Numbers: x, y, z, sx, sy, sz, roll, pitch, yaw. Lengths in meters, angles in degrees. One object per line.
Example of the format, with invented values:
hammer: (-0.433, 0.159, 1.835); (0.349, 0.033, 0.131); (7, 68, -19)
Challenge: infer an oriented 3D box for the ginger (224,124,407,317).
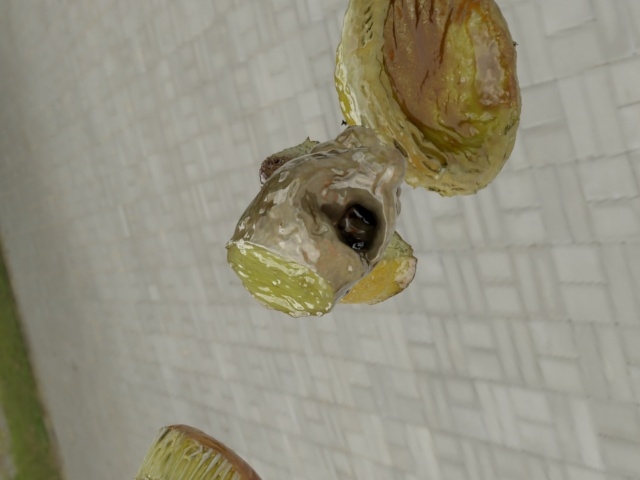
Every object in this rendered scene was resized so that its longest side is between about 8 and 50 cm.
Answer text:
ginger: (0.005, -0.028, 1.159); (0.130, 0.221, 0.276); (40, 151, -5)

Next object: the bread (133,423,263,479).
bread: (-0.133, 0.303, 1.445); (0.132, 0.114, 0.190); (7, 148, 43)

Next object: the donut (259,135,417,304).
donut: (0.000, 0.000, 1.599); (0.295, 0.112, 0.151); (54, 142, 43)

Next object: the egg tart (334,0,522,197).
egg tart: (0.148, -0.241, 1.798); (0.169, 0.388, 0.387); (-9, 97, 43)
